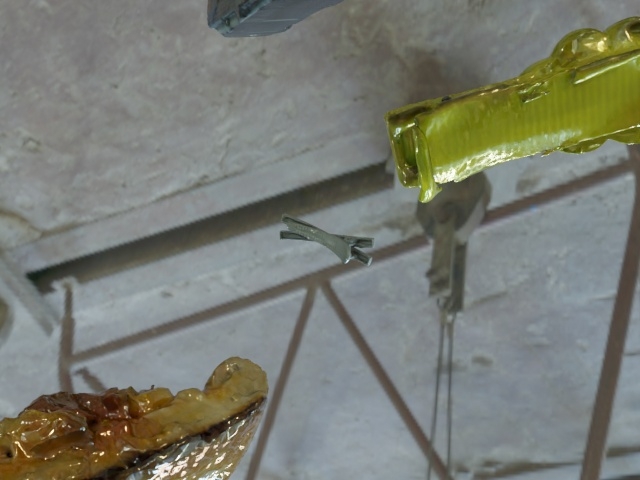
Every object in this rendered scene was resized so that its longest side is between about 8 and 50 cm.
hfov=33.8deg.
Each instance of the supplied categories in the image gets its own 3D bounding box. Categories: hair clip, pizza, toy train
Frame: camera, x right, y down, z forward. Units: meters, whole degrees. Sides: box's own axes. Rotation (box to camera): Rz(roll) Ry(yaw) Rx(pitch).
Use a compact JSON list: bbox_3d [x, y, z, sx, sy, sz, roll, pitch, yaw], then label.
[{"bbox_3d":[0.120,-0.068,0.557,0.173,0.046,0.072,-22,120,-12],"label":"hair clip"},{"bbox_3d":[0.000,-0.001,1.126,0.115,0.039,0.030,17,101,33],"label":"hair clip"},{"bbox_3d":[-0.217,0.222,0.817,0.409,0.114,0.278,-42,150,1],"label":"pizza"},{"bbox_3d":[-0.024,-0.251,0.945,0.086,0.409,0.089,-1,92,-17],"label":"toy train"}]
